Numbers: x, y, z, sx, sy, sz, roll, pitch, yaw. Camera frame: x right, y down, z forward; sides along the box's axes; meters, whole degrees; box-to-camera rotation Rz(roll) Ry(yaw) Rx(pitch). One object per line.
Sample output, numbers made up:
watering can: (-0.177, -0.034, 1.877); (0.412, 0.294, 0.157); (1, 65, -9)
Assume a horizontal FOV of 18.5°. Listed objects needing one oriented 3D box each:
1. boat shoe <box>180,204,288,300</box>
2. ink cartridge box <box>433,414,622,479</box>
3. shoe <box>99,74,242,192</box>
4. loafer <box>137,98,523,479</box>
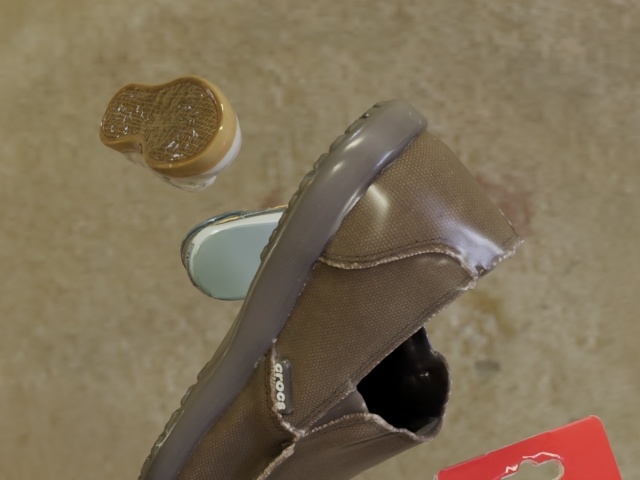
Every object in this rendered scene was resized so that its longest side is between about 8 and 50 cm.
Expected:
boat shoe: (0.000, 0.000, 1.271); (0.083, 0.183, 0.065); (-144, 51, -76)
ink cartridge box: (0.134, 0.234, 1.174); (0.078, 0.134, 0.231); (-23, 83, 59)
shoe: (-0.098, -0.077, 1.430); (0.076, 0.058, 0.219); (-61, 25, -3)
loafer: (0.001, 0.094, 1.137); (0.130, 0.134, 0.366); (35, 129, 10)
